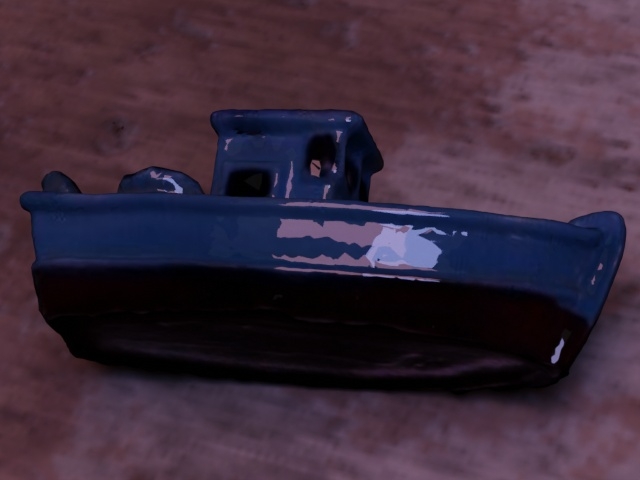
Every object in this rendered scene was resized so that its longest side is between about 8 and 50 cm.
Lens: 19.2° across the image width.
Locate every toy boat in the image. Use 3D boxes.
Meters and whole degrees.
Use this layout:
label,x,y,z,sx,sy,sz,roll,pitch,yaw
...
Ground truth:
label,x,y,z,sx,sy,sz,roll,pitch,yaw
toy boat,0.000,0.000,0.697,0.223,0.100,0.097,3,69,15
